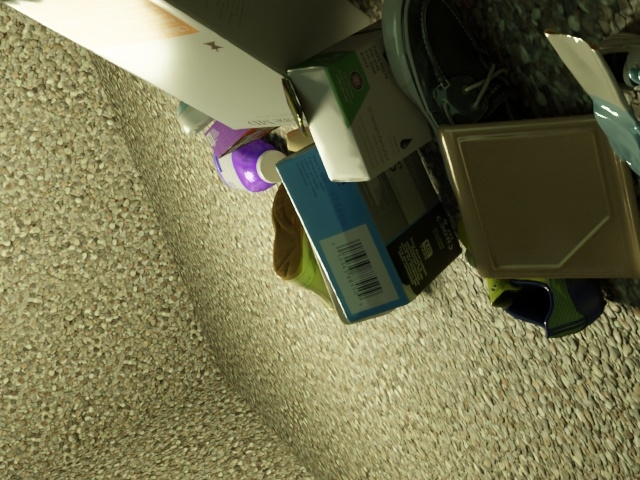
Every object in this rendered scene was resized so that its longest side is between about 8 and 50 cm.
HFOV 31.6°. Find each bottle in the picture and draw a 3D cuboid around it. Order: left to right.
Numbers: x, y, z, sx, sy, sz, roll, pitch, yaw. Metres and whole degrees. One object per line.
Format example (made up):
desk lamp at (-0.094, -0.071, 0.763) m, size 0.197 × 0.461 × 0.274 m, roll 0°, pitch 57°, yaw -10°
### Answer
bottle at (-0.144, -0.162, 2.408) m, size 0.118 × 0.092 × 0.283 m, roll 65°, pitch 162°, yaw -14°

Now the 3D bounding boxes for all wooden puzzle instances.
wooden puzzle at (0.270, -0.051, 1.362) m, size 0.238 × 0.044 × 0.221 m, roll 2°, pitch 124°, yaw 35°

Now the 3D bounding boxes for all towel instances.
towel at (-0.033, -0.170, 1.455) m, size 0.083 × 0.009 × 0.060 m, roll 74°, pitch 171°, yaw -74°

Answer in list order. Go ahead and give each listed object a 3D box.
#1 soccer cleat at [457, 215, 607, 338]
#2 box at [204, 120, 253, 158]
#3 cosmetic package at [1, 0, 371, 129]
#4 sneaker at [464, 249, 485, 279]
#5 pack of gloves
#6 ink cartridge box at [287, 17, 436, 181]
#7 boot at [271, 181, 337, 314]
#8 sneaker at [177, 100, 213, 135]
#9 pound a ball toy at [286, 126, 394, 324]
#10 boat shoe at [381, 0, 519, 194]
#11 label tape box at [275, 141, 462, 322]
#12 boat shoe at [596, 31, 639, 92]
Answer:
soccer cleat at (0.257, 0.036, 1.516) m, size 0.289 × 0.121 × 0.093 m, roll 41°, pitch 154°, yaw 50°
box at (-0.075, -0.230, 1.921) m, size 0.057 × 0.200 × 0.293 m, roll 61°, pitch 163°, yaw -3°
cosmetic package at (-0.156, -0.298, 1.463) m, size 0.230 × 0.162 × 0.453 m, roll 0°, pitch 165°, yaw 37°
sneaker at (0.277, 0.057, 1.636) m, size 0.158 × 0.061 × 0.065 m, roll 49°, pitch -174°, yaw 38°
pack of gloves at (0.321, -0.096, 1.121) m, size 0.232 × 0.046 × 0.195 m, roll 47°, pitch 173°, yaw -36°
ink cartridge box at (0.086, -0.196, 1.472) m, size 0.092 × 0.219 × 0.160 m, roll 3°, pitch 122°, yaw 53°
boot at (0.000, 0.000, 2.215) m, size 0.203 × 0.095 × 0.262 m, roll 37°, pitch -138°, yaw -42°
sneaker at (-0.204, -0.304, 1.984) m, size 0.150 × 0.135 × 0.366 m, roll 44°, pitch -155°, yaw -13°
pound a ball toy at (0.048, -0.041, 2.043) m, size 0.208 × 0.135 × 0.319 m, roll -96°, pitch -12°, yaw -62°
boat shoe at (0.192, -0.181, 1.418) m, size 0.119 × 0.121 × 0.335 m, roll 6°, pitch 133°, yaw 52°
label tape box at (0.101, -0.061, 1.673) m, size 0.115 × 0.347 × 0.249 m, roll -21°, pitch 97°, yaw 32°
boat shoe at (0.322, -0.170, 1.105) m, size 0.184 × 0.063 × 0.066 m, roll 34°, pitch 148°, yaw 57°
